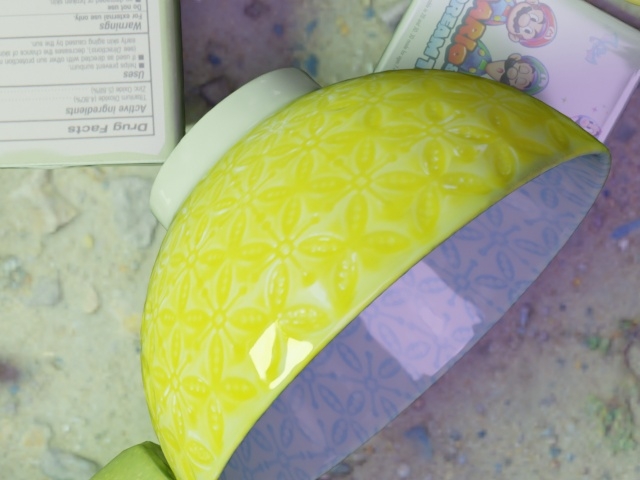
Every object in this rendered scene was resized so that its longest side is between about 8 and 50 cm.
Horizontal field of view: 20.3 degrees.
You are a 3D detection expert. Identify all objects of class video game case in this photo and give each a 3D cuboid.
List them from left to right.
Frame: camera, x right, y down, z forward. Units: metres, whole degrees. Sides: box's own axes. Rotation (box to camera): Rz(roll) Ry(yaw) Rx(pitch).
[{"bbox_3d":[0.102,-0.082,1.062,0.143,0.019,0.157,27,101,-8],"label":"video game case"}]

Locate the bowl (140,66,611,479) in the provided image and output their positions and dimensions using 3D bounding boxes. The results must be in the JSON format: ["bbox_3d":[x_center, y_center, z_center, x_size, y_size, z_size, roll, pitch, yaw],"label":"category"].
[{"bbox_3d":[0.000,0.000,0.959,0.289,0.289,0.156,-45,75,8],"label":"bowl"}]

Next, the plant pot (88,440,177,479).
[{"bbox_3d":[-0.123,0.265,1.030,0.276,0.276,0.254,44,87,-11],"label":"plant pot"}]

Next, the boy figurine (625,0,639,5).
[{"bbox_3d":[0.206,-0.197,1.002,0.177,0.092,0.285,-20,101,-5],"label":"boy figurine"}]

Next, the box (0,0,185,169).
[{"bbox_3d":[-0.151,-0.200,0.972,0.148,0.121,0.311,-1,103,-2],"label":"box"}]
